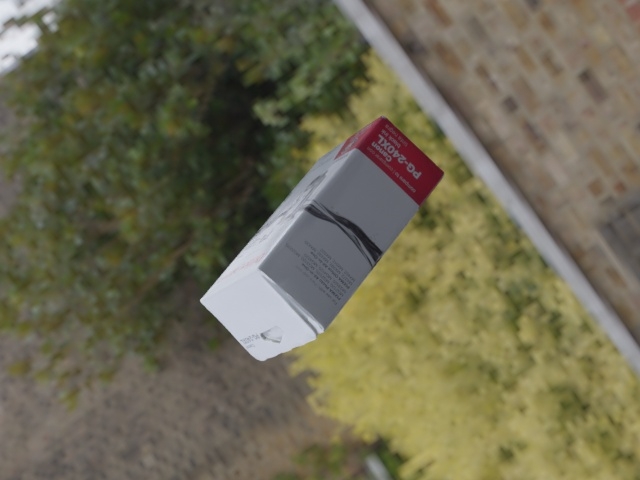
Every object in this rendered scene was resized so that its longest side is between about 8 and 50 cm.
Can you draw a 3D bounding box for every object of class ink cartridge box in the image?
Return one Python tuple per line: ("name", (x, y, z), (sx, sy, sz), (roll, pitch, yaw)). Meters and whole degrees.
("ink cartridge box", (0.000, 0.000, 1.161), (0.063, 0.150, 0.109), (44, 153, -9))
